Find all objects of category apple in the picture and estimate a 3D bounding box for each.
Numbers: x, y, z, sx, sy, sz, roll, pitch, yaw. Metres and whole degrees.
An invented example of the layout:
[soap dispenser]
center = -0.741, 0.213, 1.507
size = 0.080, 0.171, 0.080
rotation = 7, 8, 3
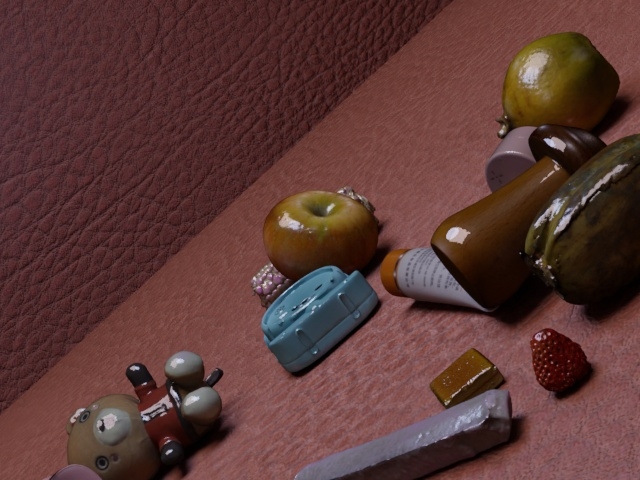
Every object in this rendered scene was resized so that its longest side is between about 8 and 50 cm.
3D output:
[apple]
center = 0.000, 0.000, 2.375
size = 0.234, 0.173, 0.210
rotation = 18, 35, 23

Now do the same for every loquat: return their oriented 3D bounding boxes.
[loquat]
center = 0.431, -0.274, 2.160
size = 0.246, 0.213, 0.213
rotation = -37, 14, 11

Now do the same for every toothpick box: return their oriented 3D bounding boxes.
[toothpick box]
center = 0.318, -0.040, 1.715
size = 0.294, 0.192, 0.192
rotation = -39, 14, -3

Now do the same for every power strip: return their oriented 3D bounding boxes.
[power strip]
center = 0.356, -0.114, 1.931
size = 0.078, 0.154, 0.154
rotation = -50, 18, -30

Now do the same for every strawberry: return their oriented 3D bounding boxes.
[strawberry]
center = 0.295, 0.148, 1.429
size = 0.073, 0.083, 0.073
rotation = -25, 31, 16

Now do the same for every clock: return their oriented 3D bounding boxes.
[clock]
center = -0.019, 0.140, 2.212
size = 0.223, 0.094, 0.274
rotation = -40, 15, -9

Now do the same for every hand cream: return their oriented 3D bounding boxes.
[hand cream]
center = 0.224, 0.052, 1.893
size = 0.140, 0.089, 0.314
rotation = -49, 22, -20

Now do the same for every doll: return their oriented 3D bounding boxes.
[doll]
center = -0.328, 0.352, 2.174
size = 0.329, 0.235, 0.174
rotation = -30, -28, 4

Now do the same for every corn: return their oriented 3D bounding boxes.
[corn]
center = -0.017, 0.023, 2.534
size = 0.335, 0.127, 0.126
rotation = -42, 14, 1

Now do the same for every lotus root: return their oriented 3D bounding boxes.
[lotus root]
center = 0.402, -0.034, 1.555
size = 0.275, 0.160, 0.152
rotation = -41, 10, 0

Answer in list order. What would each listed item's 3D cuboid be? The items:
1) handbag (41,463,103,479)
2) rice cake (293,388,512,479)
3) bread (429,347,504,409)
[handbag]
center = -0.471, 0.509, 2.041
size = 0.116, 0.179, 0.205
rotation = -20, 25, 33
[rice cake]
center = 0.105, 0.286, 1.515
size = 0.365, 0.056, 0.073
rotation = -30, 22, 32
[bread]
center = 0.202, 0.197, 1.595
size = 0.090, 0.035, 0.094
rotation = -39, 14, -2
